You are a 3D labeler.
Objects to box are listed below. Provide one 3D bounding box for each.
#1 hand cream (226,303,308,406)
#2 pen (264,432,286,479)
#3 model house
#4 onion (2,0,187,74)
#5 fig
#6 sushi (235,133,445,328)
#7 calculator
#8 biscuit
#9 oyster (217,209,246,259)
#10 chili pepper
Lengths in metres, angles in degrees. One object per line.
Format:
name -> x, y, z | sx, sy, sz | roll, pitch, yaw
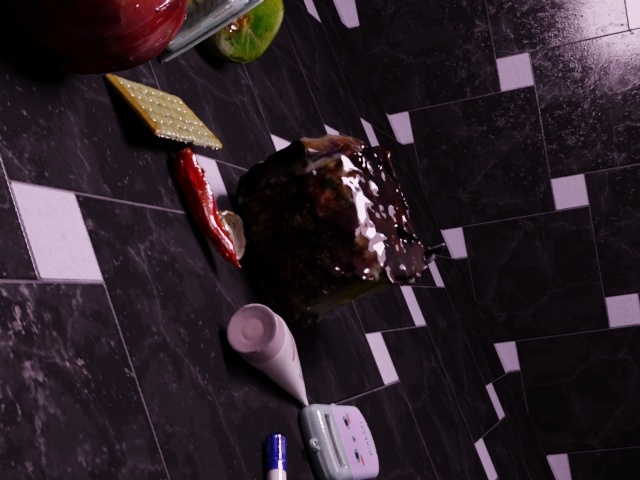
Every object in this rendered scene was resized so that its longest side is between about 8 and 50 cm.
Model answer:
hand cream -> -0.068, 0.182, 1.406 | 0.248, 0.083, 0.133 | 53, 21, -63
pen -> -0.058, 0.389, 1.211 | 0.033, 0.033, 0.269 | 51, 22, -39
model house -> -0.246, -0.438, 1.470 | 0.215, 0.224, 0.198 | 20, 45, -61
onion -> -0.297, -0.356, 1.148 | 0.276, 0.276, 0.276 | 55, 20, -31
fig -> -0.196, -0.486, 1.811 | 0.235, 0.203, 0.203 | 39, -4, 41
sushi -> 0.024, -0.021, 1.570 | 0.299, 0.281, 0.294 | -15, 77, -45
calculator -> 0.034, 0.354, 1.515 | 0.246, 0.045, 0.141 | 27, 42, -63
biscuit -> -0.246, -0.203, 1.413 | 0.139, 0.016, 0.231 | 47, 13, 14
oyster -> -0.162, -0.009, 1.468 | 0.080, 0.038, 0.083 | 6, 87, -59
chili pepper -> -0.195, -0.072, 1.405 | 0.268, 0.050, 0.059 | 67, -25, 7
